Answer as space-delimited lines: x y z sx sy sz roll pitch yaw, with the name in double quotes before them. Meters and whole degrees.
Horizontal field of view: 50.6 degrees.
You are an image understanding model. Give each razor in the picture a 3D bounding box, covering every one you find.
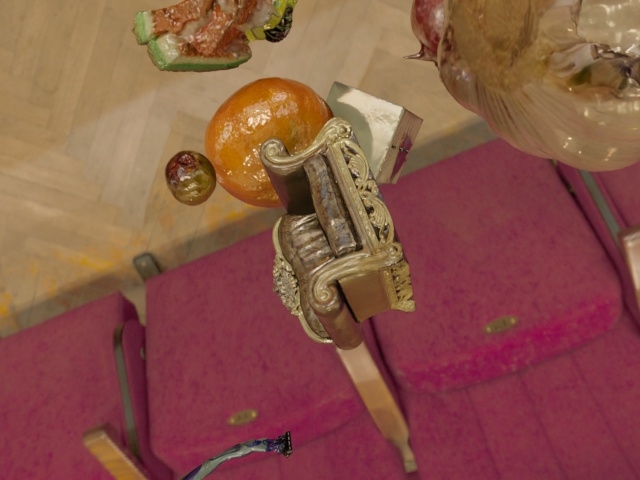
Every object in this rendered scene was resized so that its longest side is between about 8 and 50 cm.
"razor" -0.104 0.241 0.729 0.155 0.044 0.028 -25 105 2

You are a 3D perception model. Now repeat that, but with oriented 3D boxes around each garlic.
"garlic" 0.233 -0.214 0.619 0.241 0.322 0.321 11 121 -14

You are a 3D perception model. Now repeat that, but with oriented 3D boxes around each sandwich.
"sandwich" -0.163 -0.320 1.009 0.160 0.185 0.109 -13 98 50

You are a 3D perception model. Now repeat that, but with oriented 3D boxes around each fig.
"fig" -0.198 -0.086 1.039 0.084 0.082 0.098 22 142 23

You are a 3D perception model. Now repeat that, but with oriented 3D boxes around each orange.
"orange" -0.077 -0.157 1.144 0.240 0.171 0.240 -25 148 -17

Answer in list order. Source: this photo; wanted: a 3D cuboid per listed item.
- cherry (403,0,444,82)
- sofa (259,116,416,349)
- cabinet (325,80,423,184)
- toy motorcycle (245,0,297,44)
"cherry" 0.263 -0.337 0.998 0.300 0.203 0.230 -31 139 17
"sofa" 0.000 0.000 0.894 0.182 0.258 0.200 -20 155 1
"cabinet" 0.097 -0.202 1.320 0.150 0.206 0.145 25 101 16
"toy motorcycle" -0.100 -0.517 1.155 0.206 0.142 0.342 10 87 -43
